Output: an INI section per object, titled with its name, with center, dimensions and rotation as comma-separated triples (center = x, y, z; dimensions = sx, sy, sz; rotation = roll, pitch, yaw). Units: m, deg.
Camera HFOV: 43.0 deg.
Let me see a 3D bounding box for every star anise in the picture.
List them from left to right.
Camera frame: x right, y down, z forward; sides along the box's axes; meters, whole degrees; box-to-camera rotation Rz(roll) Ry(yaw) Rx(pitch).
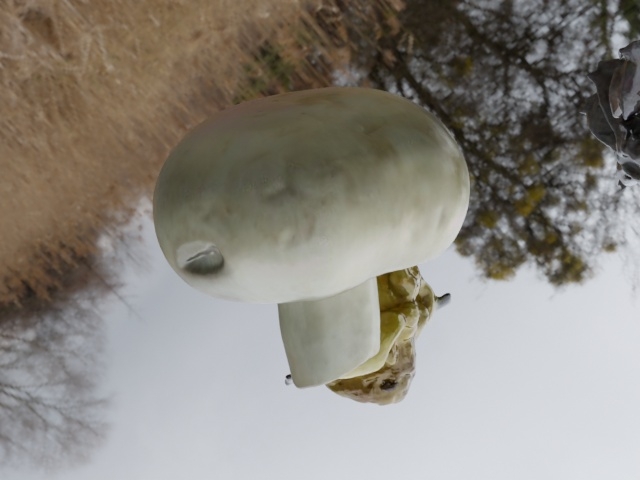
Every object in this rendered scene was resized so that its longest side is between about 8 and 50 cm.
[star anise]
center = 0.455, -0.109, 1.037
dimensions = 0.139, 0.359, 0.315
rotation = -25, -144, 5

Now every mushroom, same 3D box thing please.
[mushroom]
center = 0.005, -0.032, 0.932
dimensions = 0.325, 0.353, 0.353
rotation = -35, -164, 24

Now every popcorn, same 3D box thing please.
[popcorn]
center = 0.071, 0.108, 1.274
dimensions = 0.297, 0.281, 0.315
rotation = 95, -12, -60
